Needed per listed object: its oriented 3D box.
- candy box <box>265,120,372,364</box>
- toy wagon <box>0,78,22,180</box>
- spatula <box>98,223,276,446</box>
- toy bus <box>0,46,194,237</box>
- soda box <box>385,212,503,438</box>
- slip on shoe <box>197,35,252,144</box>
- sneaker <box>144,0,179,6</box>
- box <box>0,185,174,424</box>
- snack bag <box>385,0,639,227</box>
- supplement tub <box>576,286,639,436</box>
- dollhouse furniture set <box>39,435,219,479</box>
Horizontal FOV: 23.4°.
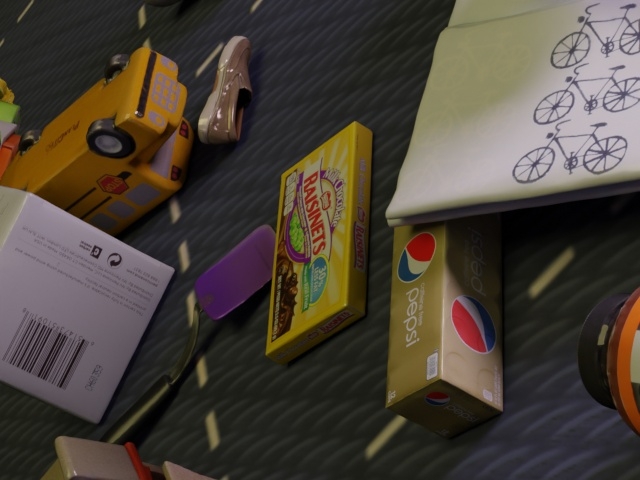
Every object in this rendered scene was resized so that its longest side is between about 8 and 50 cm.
[{"bbox_3d":[0.000,0.000,1.338,0.105,0.027,0.206,-32,39,35],"label":"candy box"},{"bbox_3d":[-0.420,-0.047,1.904,0.267,0.068,0.344,110,174,-61],"label":"toy wagon"},{"bbox_3d":[-0.133,0.111,1.444,0.296,0.030,0.084,-54,31,11],"label":"spatula"},{"bbox_3d":[-0.251,-0.077,1.700,0.332,0.130,0.108,-32,38,41],"label":"toy bus"},{"bbox_3d":[0.091,0.046,1.113,0.058,0.061,0.181,-33,39,40],"label":"soda box"},{"bbox_3d":[-0.089,-0.156,1.613,0.041,0.051,0.135,7,53,17],"label":"slip on shoe"},{"bbox_3d":[-0.132,-0.340,1.794,0.262,0.099,0.121,-37,40,38],"label":"sneaker"},{"bbox_3d":[-0.278,0.064,1.559,0.119,0.181,0.182,11,74,60],"label":"box"},{"bbox_3d":[0.208,-0.172,1.089,0.323,0.037,0.342,-9,53,43],"label":"snack bag"},{"bbox_3d":[0.227,0.069,0.829,0.198,0.106,0.106,3,67,58],"label":"supplement tub"},{"bbox_3d":[-0.149,0.284,1.251,0.262,0.135,0.259,-49,42,19],"label":"dollhouse furniture set"}]
